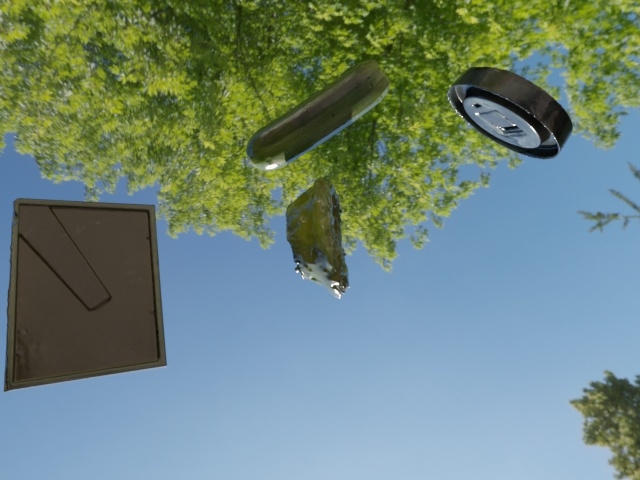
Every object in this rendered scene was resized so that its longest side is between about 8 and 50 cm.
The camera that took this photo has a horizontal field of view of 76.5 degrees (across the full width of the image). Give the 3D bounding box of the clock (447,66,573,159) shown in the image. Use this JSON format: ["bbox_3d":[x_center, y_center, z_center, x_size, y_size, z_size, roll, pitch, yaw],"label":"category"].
[{"bbox_3d":[0.321,-0.217,0.698,0.215,0.215,0.041,31,-82,-21],"label":"clock"}]

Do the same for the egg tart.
[{"bbox_3d":[0.000,0.000,0.631,0.078,0.197,0.196,-11,-81,10],"label":"egg tart"}]

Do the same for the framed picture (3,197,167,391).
[{"bbox_3d":[-0.366,0.071,0.647,0.212,0.020,0.289,1,-110,-34],"label":"framed picture"}]

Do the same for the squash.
[{"bbox_3d":[-0.009,-0.170,0.574,0.229,0.066,0.066,-30,-73,16],"label":"squash"}]
